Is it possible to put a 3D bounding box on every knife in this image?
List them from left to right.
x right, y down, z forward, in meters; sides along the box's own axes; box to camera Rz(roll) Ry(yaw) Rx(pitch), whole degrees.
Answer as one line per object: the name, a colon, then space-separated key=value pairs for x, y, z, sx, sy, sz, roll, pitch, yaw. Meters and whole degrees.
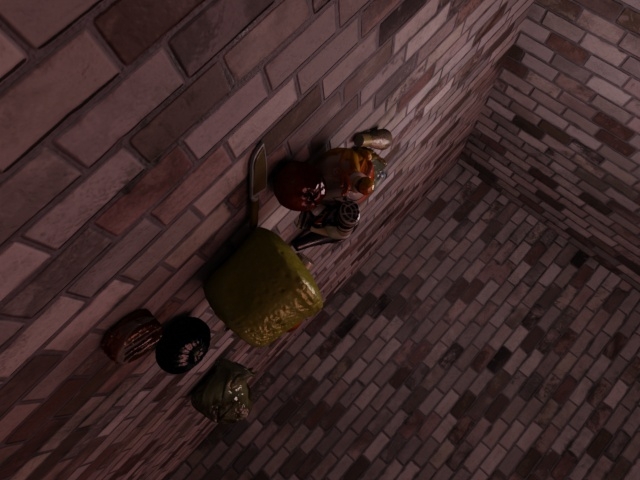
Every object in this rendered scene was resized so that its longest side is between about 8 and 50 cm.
knife: x=-0.182 y=-0.148 z=1.179 sx=0.061 sy=0.027 sz=0.343 roll=-38 pitch=158 yaw=-30

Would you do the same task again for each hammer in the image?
hammer: x=0.292 y=-0.310 z=2.046 sx=0.116 sy=0.070 sz=0.194 roll=-58 pitch=167 yaw=27

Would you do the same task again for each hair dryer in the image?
hair dryer: x=0.000 y=0.000 z=1.918 sx=0.304 sy=0.120 sz=0.359 roll=-26 pitch=173 yaw=-14

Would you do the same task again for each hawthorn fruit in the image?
hawthorn fruit: x=-0.053 y=-0.151 z=1.225 sx=0.157 sy=0.194 sz=0.156 roll=-16 pitch=126 yaw=-24

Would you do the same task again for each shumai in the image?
shumai: x=-0.497 y=0.736 z=2.105 sx=0.291 sy=0.330 sz=0.288 roll=-93 pitch=-171 yaw=-57

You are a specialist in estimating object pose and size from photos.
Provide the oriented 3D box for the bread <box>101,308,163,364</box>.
bread: x=-0.525 y=0.274 z=1.153 sx=0.160 sy=0.073 sz=0.160 roll=-44 pitch=165 yaw=-15

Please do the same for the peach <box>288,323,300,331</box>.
peach: x=-0.183 y=0.398 z=2.205 sx=0.190 sy=0.190 sz=0.192 roll=-48 pitch=166 yaw=-6

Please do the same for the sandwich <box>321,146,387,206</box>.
sandwich: x=0.140 y=-0.244 z=1.707 sx=0.301 sy=0.099 sz=0.271 roll=-52 pitch=168 yaw=17

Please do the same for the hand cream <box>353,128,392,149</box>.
hand cream: x=0.194 y=-0.386 z=1.581 sx=0.203 sy=0.084 sz=0.084 roll=-19 pitch=147 yaw=-48

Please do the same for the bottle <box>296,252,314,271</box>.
bottle: x=-0.130 y=0.161 z=1.955 sx=0.209 sy=0.097 sz=0.110 roll=-49 pitch=-152 yaw=6

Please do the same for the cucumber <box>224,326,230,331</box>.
cucumber: x=-0.376 y=0.351 z=1.828 sx=0.155 sy=0.037 sz=0.037 roll=-51 pitch=165 yaw=8

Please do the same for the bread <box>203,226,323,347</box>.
bread: x=-0.184 y=0.160 z=1.345 sx=0.308 sy=0.348 sz=0.348 roll=-42 pitch=164 yaw=-8

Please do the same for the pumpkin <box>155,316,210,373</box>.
pumpkin: x=-0.466 y=0.353 z=1.394 sx=0.202 sy=0.140 sz=0.201 roll=-50 pitch=155 yaw=-34

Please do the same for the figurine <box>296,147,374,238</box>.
figurine: x=0.066 y=-0.172 z=1.374 sx=0.196 sy=0.320 sz=0.322 roll=33 pitch=68 yaw=-43
